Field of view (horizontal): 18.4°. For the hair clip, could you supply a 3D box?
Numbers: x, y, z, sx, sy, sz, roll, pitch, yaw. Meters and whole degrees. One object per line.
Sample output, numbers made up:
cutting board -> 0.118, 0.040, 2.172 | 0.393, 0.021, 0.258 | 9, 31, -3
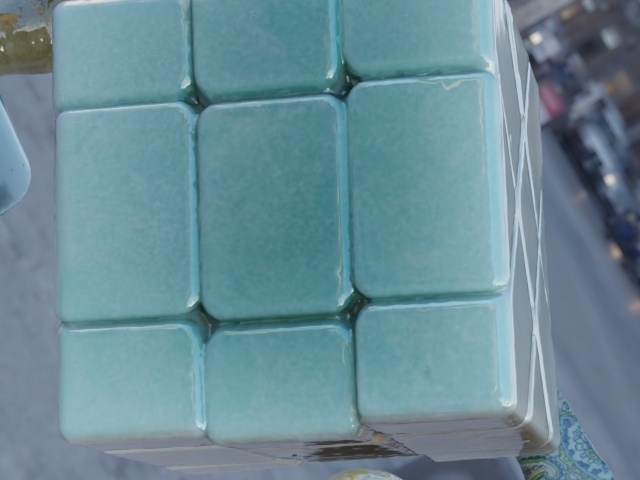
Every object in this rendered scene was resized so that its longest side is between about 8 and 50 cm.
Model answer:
hair clip -> 0.163, 0.138, 1.586 | 0.229, 0.066, 0.036 | 56, -10, 26

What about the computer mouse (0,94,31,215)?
computer mouse -> -0.330, -0.144, 1.566 | 0.288, 0.097, 0.159 | 53, 35, 0

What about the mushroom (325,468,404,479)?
mushroom -> 0.053, 0.317, 2.234 | 0.148, 0.148, 0.112 | 42, 47, -61

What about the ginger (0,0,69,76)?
ginger -> -0.247, -0.228, 2.026 | 0.109, 0.263, 0.116 | 131, -55, -76

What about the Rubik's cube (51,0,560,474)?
Rubik's cube -> 0.000, 0.000, 1.448 | 0.319, 0.316, 0.322 | 42, 43, -74
